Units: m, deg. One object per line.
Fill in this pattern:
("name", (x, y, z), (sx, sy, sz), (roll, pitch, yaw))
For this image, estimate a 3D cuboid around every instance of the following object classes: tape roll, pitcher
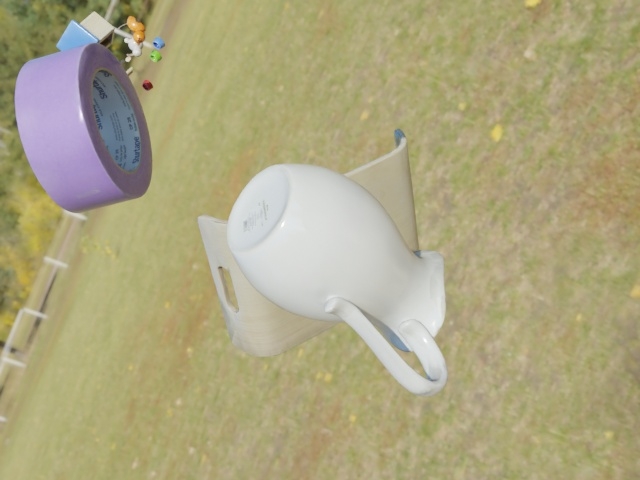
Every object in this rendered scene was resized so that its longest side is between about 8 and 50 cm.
("tape roll", (-0.275, -0.132, 1.055), (0.189, 0.080, 0.189), (-14, -90, -79))
("pitcher", (0.026, 0.035, 0.766), (0.125, 0.207, 0.177), (-42, 37, 23))

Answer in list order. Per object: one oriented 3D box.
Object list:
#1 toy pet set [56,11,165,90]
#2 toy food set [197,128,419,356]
("toy pet set", (-0.268, -0.235, 1.129), (0.065, 0.114, 0.122), (-51, 0, -27))
("toy food set", (0.000, 0.000, 1.189), (0.092, 0.306, 0.219), (38, 147, 47))
